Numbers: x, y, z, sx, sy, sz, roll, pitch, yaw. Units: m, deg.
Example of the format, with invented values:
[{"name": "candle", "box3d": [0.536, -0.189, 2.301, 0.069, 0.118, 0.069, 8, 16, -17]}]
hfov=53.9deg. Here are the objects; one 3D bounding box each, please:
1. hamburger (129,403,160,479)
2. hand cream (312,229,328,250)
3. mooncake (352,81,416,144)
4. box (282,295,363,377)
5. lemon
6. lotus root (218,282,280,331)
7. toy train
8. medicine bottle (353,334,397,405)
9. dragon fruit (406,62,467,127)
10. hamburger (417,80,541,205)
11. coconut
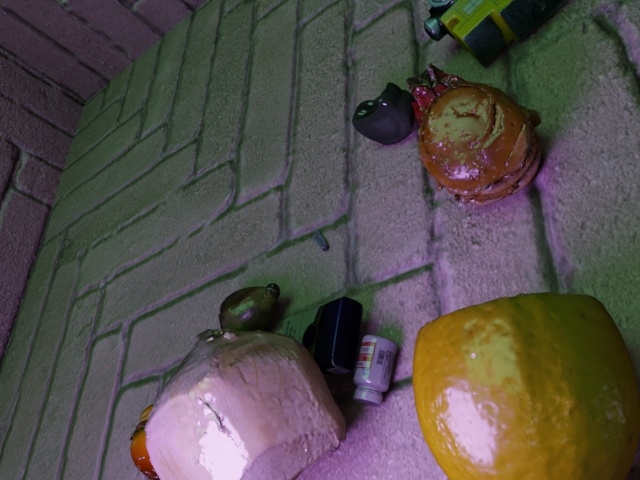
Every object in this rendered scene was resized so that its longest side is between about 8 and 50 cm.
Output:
[{"name": "hamburger", "box3d": [-0.359, 0.521, 1.567, 0.246, 0.246, 0.170, -24, 40, 33]}, {"name": "hand cream", "box3d": [0.000, 0.000, 1.733, 0.030, 0.019, 0.093, -48, 37, 8]}, {"name": "mooncake", "box3d": [0.170, -0.339, 1.678, 0.175, 0.168, 0.104, 1, 63, 29]}, {"name": "box", "box3d": [-0.007, 0.242, 1.485, 0.259, 0.071, 0.168, -30, 43, 51]}, {"name": "lemon", "box3d": [0.316, 0.266, 0.976, 0.364, 0.364, 0.364, -26, 48, 32]}, {"name": "lotus root", "box3d": [-0.189, 0.191, 1.712, 0.214, 0.138, 0.138, -32, 44, 23]}, {"name": "toy train", "box3d": [0.471, -0.643, 1.580, 0.442, 0.179, 0.272, -42, 49, 16]}, {"name": "medicine bottle", "box3d": [0.116, 0.282, 1.366, 0.079, 0.079, 0.140, -6, 60, 44]}, {"name": "dragon fruit", "box3d": [0.284, -0.325, 1.527, 0.134, 0.211, 0.262, -54, 32, -9]}, {"name": "hamburger", "box3d": [0.332, -0.203, 1.353, 0.260, 0.211, 0.245, 32, 96, 27]}, {"name": "coconut", "box3d": [-0.167, 0.354, 1.308, 0.404, 0.404, 0.405, -26, 48, 32]}]
